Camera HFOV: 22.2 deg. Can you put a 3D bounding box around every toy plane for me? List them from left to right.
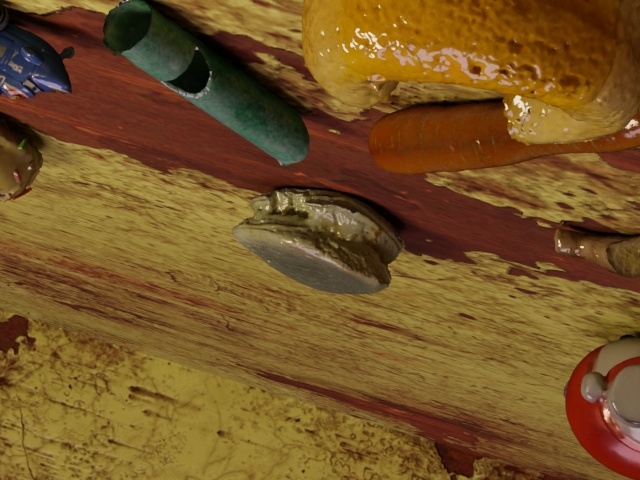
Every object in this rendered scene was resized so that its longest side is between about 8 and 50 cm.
[{"bbox_3d":[-0.239,-0.132,1.076,0.167,0.062,0.054,26,170,6],"label":"toy plane"}]

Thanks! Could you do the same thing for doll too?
[{"bbox_3d":[0.299,0.153,1.472,0.161,0.130,0.290,13,174,10],"label":"doll"}]

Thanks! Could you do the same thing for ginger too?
[{"bbox_3d":[0.212,0.011,1.155,0.097,0.030,0.048,13,170,11],"label":"ginger"}]

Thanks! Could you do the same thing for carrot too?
[{"bbox_3d":[0.110,-0.062,0.932,0.043,0.043,0.248,25,165,-33],"label":"carrot"}]

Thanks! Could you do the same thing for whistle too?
[{"bbox_3d":[-0.066,-0.097,1.033,0.039,0.039,0.186,9,166,35],"label":"whistle"}]

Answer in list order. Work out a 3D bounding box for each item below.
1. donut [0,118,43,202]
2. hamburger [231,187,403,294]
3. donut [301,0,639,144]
[{"bbox_3d":[-0.331,-0.080,1.440,0.174,0.068,0.174,17,168,4],"label":"donut"},{"bbox_3d":[0.000,0.000,1.347,0.133,0.062,0.140,30,166,-35],"label":"hamburger"},{"bbox_3d":[0.073,-0.094,0.748,0.181,0.078,0.146,18,172,-10],"label":"donut"}]
